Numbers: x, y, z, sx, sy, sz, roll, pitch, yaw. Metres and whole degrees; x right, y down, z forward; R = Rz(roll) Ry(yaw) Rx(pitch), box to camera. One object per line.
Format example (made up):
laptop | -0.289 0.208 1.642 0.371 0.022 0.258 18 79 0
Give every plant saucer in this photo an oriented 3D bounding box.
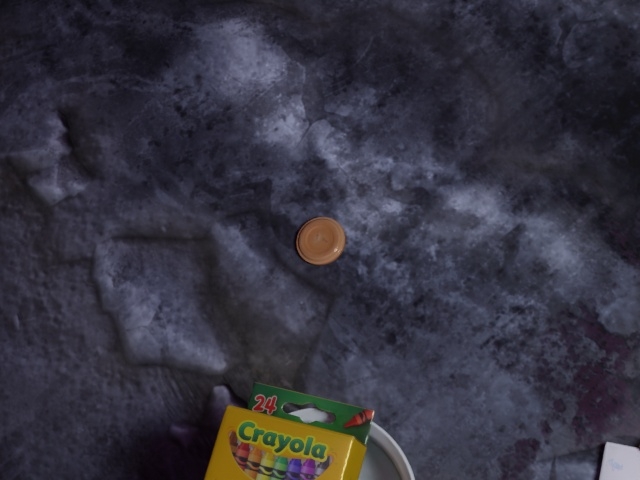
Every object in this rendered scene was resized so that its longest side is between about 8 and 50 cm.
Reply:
plant saucer | 0.000 0.000 2.021 0.083 0.013 0.083 -5 70 14

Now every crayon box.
crayon box | -0.064 0.362 1.725 0.202 0.081 0.318 10 74 20

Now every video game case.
video game case | 0.472 0.371 1.743 0.157 0.019 0.143 9 74 18

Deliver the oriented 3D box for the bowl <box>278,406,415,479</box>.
bowl | 0.010 0.404 1.806 0.298 0.134 0.298 -6 69 15
